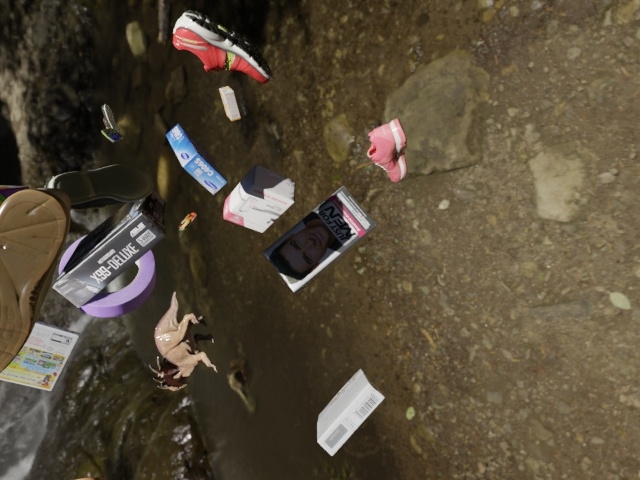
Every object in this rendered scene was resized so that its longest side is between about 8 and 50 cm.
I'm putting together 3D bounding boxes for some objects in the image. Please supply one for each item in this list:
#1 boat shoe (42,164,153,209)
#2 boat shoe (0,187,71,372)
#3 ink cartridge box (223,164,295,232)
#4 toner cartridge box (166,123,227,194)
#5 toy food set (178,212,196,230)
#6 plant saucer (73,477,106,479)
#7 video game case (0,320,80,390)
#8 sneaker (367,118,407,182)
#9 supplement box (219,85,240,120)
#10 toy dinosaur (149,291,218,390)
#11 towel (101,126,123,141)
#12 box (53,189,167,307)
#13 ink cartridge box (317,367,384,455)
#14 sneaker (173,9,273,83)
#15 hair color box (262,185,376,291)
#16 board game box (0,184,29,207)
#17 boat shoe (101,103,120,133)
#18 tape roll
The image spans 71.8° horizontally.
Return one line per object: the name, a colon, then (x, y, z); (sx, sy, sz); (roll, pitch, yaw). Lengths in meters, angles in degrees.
boat shoe: (-0.456, -0.108, 0.913); (0.068, 0.227, 0.081); (-12, 93, 31)
boat shoe: (-0.428, 0.065, 0.604); (0.302, 0.109, 0.098); (-62, 21, 3)
ink cartridge box: (-0.268, -0.175, 1.932); (0.283, 0.207, 0.117); (-39, 41, 43)
toner cartridge box: (-0.483, -0.320, 1.705); (0.075, 0.165, 0.348); (-43, 41, 2)
toy food set: (-0.473, -0.067, 1.572); (0.082, 0.020, 0.083); (-19, 35, 47)
plant saucer: (-0.586, 0.613, 1.112); (0.083, 0.083, 0.013); (-54, 35, 42)
video game case: (-0.919, 0.352, 1.392); (0.206, 0.227, 0.026); (-63, 28, 0)
sneaker: (0.240, -0.320, 1.627); (0.314, 0.136, 0.116); (69, -172, -60)
supplement box: (-0.308, -0.465, 1.503); (0.062, 0.036, 0.098); (50, 158, 48)
toy dinosaur: (-0.419, 0.311, 1.280); (0.127, 0.200, 0.296); (-129, 20, -79)
towel: (-0.788, -0.401, 1.674); (0.009, 0.060, 0.083); (-42, 16, 16)
box: (-0.488, -0.002, 1.066); (0.076, 0.242, 0.307); (51, 178, -26)
ink cartridge box: (0.118, 0.717, 1.902); (0.091, 0.308, 0.385); (42, 175, 5)
sneaker: (-0.255, -0.489, 1.170); (0.118, 0.279, 0.107); (-43, 44, 32)
hair color box: (0.000, 0.000, 1.595); (0.185, 0.374, 0.113); (50, 180, 10)
board game box: (-0.719, -0.024, 0.841); (0.142, 0.275, 0.144); (3, 103, 14)
boat shoe: (-0.831, -0.470, 1.734); (0.133, 0.042, 0.049); (88, -174, -47)
tape roll: (-0.676, 0.103, 1.421); (0.275, 0.274, 0.090); (66, 154, 24)
